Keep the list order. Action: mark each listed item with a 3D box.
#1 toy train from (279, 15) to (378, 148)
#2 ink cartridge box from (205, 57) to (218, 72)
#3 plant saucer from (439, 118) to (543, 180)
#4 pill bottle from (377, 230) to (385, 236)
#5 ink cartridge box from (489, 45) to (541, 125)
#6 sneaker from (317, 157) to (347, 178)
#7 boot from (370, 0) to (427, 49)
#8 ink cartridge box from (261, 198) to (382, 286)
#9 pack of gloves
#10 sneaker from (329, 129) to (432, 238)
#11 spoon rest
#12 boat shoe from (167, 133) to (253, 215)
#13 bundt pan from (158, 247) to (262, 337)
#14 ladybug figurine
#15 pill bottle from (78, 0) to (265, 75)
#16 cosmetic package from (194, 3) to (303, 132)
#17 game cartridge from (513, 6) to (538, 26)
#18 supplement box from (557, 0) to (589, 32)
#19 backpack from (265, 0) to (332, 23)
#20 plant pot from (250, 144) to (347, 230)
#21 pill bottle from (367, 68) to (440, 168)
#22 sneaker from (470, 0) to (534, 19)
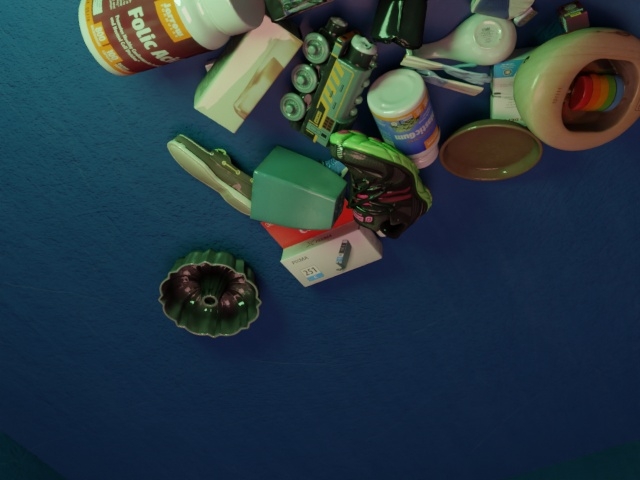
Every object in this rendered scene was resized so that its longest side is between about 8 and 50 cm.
[{"bbox_3d":[0.027,-0.398,1.821,0.190,0.142,0.334,35,129,11],"label":"toy train"},{"bbox_3d":[-0.241,-0.457,1.881,0.115,0.029,0.062,-17,125,4],"label":"ink cartridge box"},{"bbox_3d":[0.466,-0.250,1.955,0.278,0.041,0.278,3,153,2],"label":"plant saucer"},{"bbox_3d":[0.166,-0.079,2.133,0.078,0.078,0.137,-28,122,21],"label":"pill bottle"},{"bbox_3d":[0.519,-0.401,1.868,0.140,0.082,0.190,-4,129,6],"label":"ink cartridge box"},{"bbox_3d":[0.032,-0.217,2.042,0.085,0.058,0.152,11,134,-18],"label":"sneaker"},{"bbox_3d":[0.251,-0.563,1.708,0.247,0.094,0.207,7,108,5],"label":"boot"},{"bbox_3d":[0.000,0.000,2.184,0.296,0.066,0.261,-23,125,28],"label":"ink cartridge box"},{"bbox_3d":[0.315,-0.434,1.807,0.232,0.195,0.046,14,90,-4],"label":"pack of gloves"},{"bbox_3d":[0.158,-0.133,1.907,0.202,0.185,0.483,-56,143,-4],"label":"sneaker"},{"bbox_3d":[0.353,-0.501,1.793,0.277,0.084,0.137,-7,92,6],"label":"spoon rest"},{"bbox_3d":[-0.291,-0.202,2.043,0.324,0.096,0.117,39,160,-21],"label":"boat shoe"},{"bbox_3d":[-0.350,0.159,2.307,0.331,0.124,0.330,1,127,1],"label":"bundt pan"},{"bbox_3d":[0.646,-0.382,1.763,0.450,0.162,0.305,-2,119,-33],"label":"ladybug figurine"},{"bbox_3d":[-0.342,-0.535,1.656,0.392,0.224,0.224,-9,128,26],"label":"pill bottle"},{"bbox_3d":[-0.183,-0.439,1.792,0.129,0.153,0.296,32,115,-25],"label":"cosmetic package"},{"bbox_3d":[0.506,-0.553,1.756,0.056,0.083,0.017,-35,83,28],"label":"game cartridge"},{"bbox_3d":[0.622,-0.550,1.748,0.055,0.083,0.043,-17,126,13],"label":"supplement box"},{"bbox_3d":[-0.015,-0.632,1.620,0.254,0.225,0.191,-12,130,4],"label":"backpack"},{"bbox_3d":[-0.053,-0.132,2.003,0.234,0.165,0.165,18,129,11],"label":"plant pot"},{"bbox_3d":[0.231,-0.309,1.876,0.152,0.152,0.272,-16,146,14],"label":"pill bottle"},{"bbox_3d":[0.460,-0.671,1.638,0.128,0.182,0.315,12,157,-5],"label":"sneaker"}]
